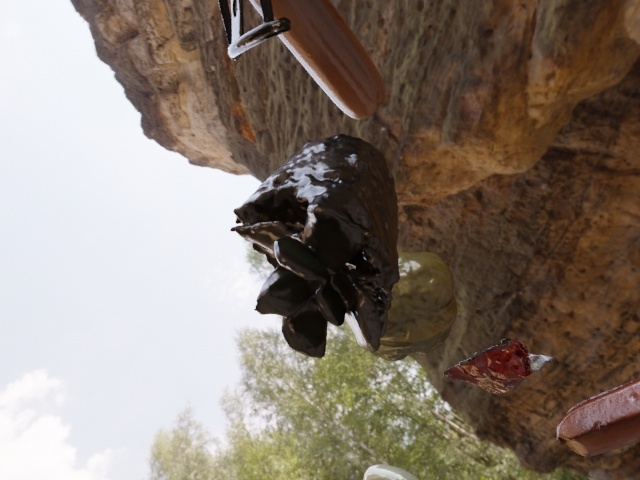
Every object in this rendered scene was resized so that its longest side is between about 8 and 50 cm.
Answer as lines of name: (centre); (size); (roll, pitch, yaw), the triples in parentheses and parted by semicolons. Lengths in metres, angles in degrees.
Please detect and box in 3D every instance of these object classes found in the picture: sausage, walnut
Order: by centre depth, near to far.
sausage: (-0.007, -0.289, 0.569); (0.289, 0.086, 0.086); (44, -106, -29)
sausage: (0.602, 0.324, 0.775); (0.102, 0.102, 0.330); (-9, -33, -43)
walnut: (0.212, 0.167, 1.063); (0.276, 0.253, 0.282); (-14, -83, -3)

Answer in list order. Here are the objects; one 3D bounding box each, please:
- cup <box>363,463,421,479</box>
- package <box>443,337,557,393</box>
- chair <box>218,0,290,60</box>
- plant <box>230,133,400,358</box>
cup: (0.173, 0.531, 0.732); (0.255, 0.202, 0.173); (37, -124, -26)
package: (0.490, 0.352, 1.107); (0.269, 0.194, 0.071); (-53, 8, 40)
chair: (-0.043, -0.324, 0.385); (0.141, 0.154, 0.260); (-17, -70, -21)
plant: (0.000, 0.000, 0.535); (0.199, 0.188, 0.276); (59, -147, -37)
